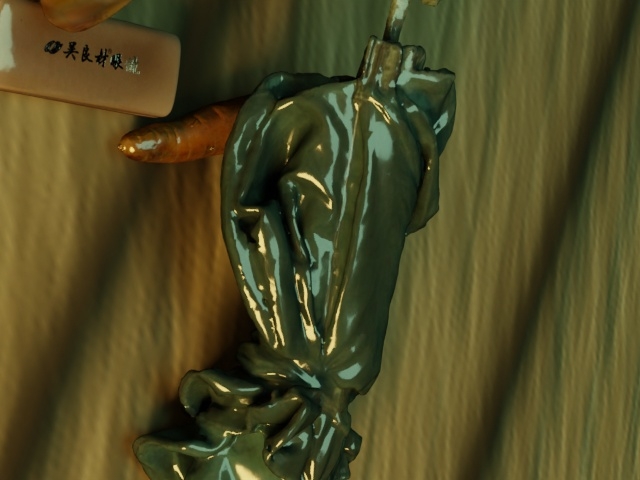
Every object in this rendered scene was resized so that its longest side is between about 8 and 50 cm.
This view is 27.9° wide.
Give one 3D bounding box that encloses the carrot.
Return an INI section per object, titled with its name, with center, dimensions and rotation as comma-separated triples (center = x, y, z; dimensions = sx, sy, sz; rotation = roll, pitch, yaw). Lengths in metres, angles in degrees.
[carrot]
center = -0.045, -0.066, 0.726
dimensions = 0.165, 0.036, 0.035
rotation = -20, 107, -43

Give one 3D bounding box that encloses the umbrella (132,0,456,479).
[umbrella]
center = 0.000, -0.001, 0.712
dimensions = 0.143, 0.094, 0.348
rotation = 0, 107, -58

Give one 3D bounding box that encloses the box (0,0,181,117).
[box]
center = -0.121, -0.092, 0.653
dimensions = 0.115, 0.025, 0.048
rotation = 7, 87, -46

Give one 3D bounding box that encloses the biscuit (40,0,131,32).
[biscuit]
center = -0.101, -0.205, 0.556
dimensions = 0.208, 0.164, 0.047
rotation = 58, 11, -33
